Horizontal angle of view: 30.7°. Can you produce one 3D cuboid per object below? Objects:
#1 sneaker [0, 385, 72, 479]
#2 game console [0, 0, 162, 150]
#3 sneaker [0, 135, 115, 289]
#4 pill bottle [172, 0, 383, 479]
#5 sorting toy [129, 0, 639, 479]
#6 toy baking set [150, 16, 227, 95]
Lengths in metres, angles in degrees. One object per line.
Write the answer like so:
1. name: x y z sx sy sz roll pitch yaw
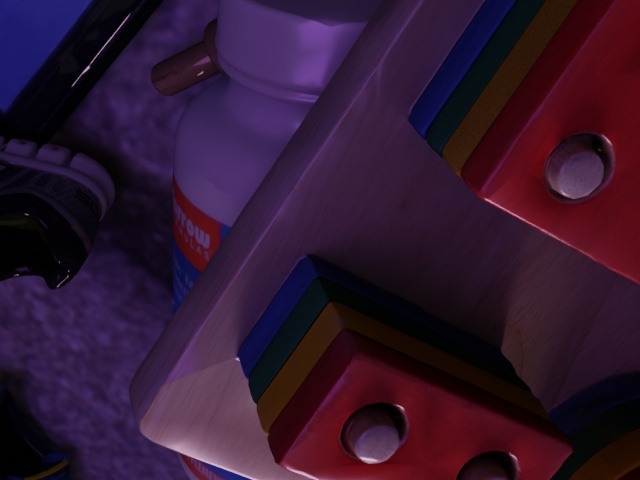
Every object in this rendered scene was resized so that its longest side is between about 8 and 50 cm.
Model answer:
1. sneaker: -0.178 0.179 0.705 0.082 0.069 0.209 -13 109 22
2. game console: -0.199 -0.157 0.485 0.250 0.173 0.293 45 122 -4
3. sneaker: -0.186 -0.014 0.563 0.171 0.074 0.063 9 136 -15
4. pill bottle: 0.000 0.000 0.484 0.124 0.124 0.221 12 120 15
5. sorting toy: 0.112 0.024 0.403 0.255 0.089 0.257 26 107 -27
6. toy baking set: 0.008 -0.027 0.554 0.256 0.030 0.196 -16 109 26
